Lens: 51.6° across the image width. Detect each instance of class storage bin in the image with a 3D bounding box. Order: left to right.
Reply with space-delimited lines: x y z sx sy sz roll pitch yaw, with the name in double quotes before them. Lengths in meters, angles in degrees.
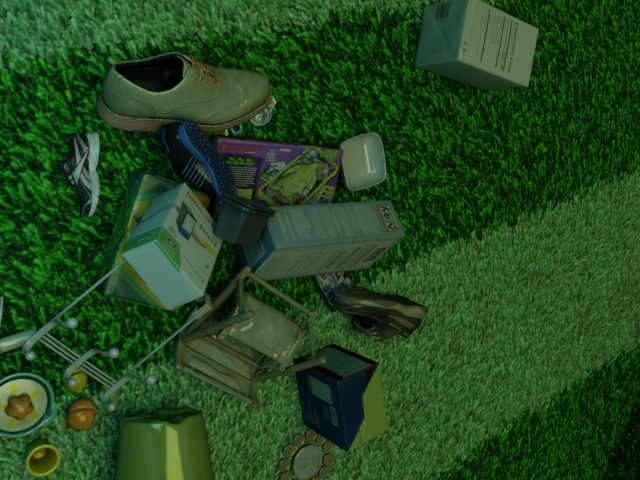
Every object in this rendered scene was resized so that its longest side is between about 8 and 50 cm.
"storage bin" -0.173 -0.043 1.421 0.091 0.098 0.135 -67 159 5

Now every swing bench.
"swing bench" -0.168 0.235 1.564 0.255 0.165 0.253 -37 127 22

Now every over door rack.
"over door rack" -0.403 0.179 1.361 0.324 0.108 0.239 -46 126 -8

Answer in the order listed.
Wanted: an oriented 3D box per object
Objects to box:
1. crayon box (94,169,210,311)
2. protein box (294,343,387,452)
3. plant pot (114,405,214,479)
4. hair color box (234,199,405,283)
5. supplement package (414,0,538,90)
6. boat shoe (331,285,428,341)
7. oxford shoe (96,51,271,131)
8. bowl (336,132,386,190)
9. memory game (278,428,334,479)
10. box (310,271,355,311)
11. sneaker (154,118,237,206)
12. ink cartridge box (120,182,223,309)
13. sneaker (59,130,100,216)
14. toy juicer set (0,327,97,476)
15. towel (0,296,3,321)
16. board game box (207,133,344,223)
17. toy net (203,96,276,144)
"crayon box" -0.368 0.002 1.460 0.166 0.081 0.278 19 86 -35
"protein box" 0.051 0.405 1.734 0.136 0.201 0.199 -17 106 -31
"plant pot" -0.348 0.509 1.467 0.276 0.276 0.253 -1 86 -34
"hair color box" 0.000 0.000 1.633 0.375 0.185 0.113 -5 64 -33
"supplement package" 0.440 -0.546 1.867 0.293 0.178 0.175 8 92 -35
"boat shoe" 0.163 0.213 1.810 0.356 0.132 0.130 15 95 -42
"oxford shoe" -0.266 -0.323 1.414 0.397 0.146 0.140 -16 69 -32
"bowl" 0.103 -0.211 1.765 0.142 0.053 0.141 -20 108 -30
"memory game" -0.037 0.607 1.822 0.186 0.012 0.186 -5 100 -34
"box" 0.034 0.112 1.783 0.094 0.027 0.137 -41 118 -24
"sneaker" -0.266 -0.159 1.440 0.232 0.091 0.081 61 32 -33
"ink cartridge box" -0.290 0.008 1.338 0.154 0.093 0.212 57 22 -28
"sneaker" -0.498 -0.137 1.369 0.077 0.072 0.178 0 89 -22
"toy juicer set" -0.585 0.308 1.355 0.209 0.090 0.328 -39 116 -23
"towel" -0.715 0.168 1.256 0.197 0.029 0.144 9 81 -31
"board game box" -0.114 -0.138 1.605 0.347 0.056 0.208 1 115 -35
"toy net" -0.182 -0.272 1.566 0.232 0.045 0.122 -34 115 -26
